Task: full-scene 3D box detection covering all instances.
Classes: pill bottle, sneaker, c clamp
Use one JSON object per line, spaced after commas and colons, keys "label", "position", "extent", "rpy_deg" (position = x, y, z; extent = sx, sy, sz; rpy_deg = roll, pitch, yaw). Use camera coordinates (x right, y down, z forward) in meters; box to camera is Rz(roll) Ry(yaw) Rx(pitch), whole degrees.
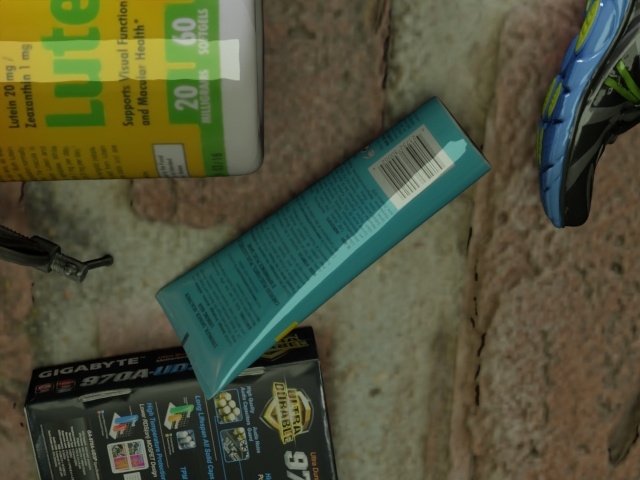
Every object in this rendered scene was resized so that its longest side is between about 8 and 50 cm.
{"label": "pill bottle", "position": [-0.153, -0.098, 0.834], "extent": [0.245, 0.136, 0.136], "rpy_deg": [-1, 110, 0]}
{"label": "sneaker", "position": [0.173, -0.089, 0.902], "extent": [0.078, 0.067, 0.188], "rpy_deg": [21, 105, -5]}
{"label": "c clamp", "position": [-0.202, -0.011, 0.888], "extent": [0.160, 0.137, 0.022], "rpy_deg": [24, 94, 3]}

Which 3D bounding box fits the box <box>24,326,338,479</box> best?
{"label": "box", "position": [-0.073, 0.173, 0.989], "extent": [0.175, 0.051, 0.220], "rpy_deg": [-9, 111, -1]}

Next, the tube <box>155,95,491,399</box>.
{"label": "tube", "position": [0.000, 0.000, 0.925], "extent": [0.207, 0.080, 0.052], "rpy_deg": [-37, 141, 7]}
